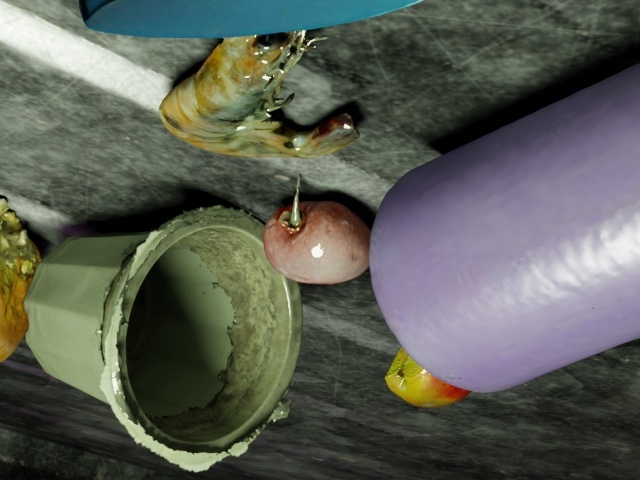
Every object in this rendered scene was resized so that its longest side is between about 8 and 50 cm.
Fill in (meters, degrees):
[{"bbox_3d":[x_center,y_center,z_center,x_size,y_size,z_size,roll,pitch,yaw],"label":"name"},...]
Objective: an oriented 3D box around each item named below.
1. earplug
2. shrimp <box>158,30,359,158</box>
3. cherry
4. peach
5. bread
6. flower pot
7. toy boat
[{"bbox_3d":[0.245,-0.033,0.864,0.215,0.215,0.456,21,152,-26],"label":"earplug"},{"bbox_3d":[-0.028,-0.119,0.964,0.169,0.058,0.296,11,163,-22],"label":"shrimp"},{"bbox_3d":[0.003,0.003,1.200,0.126,0.087,0.106,23,160,-22],"label":"cherry"},{"bbox_3d":[0.154,0.149,1.451,0.118,0.151,0.151,27,156,-8],"label":"peach"},{"bbox_3d":[-0.424,0.054,1.405,0.133,0.179,0.250,17,150,6],"label":"bread"},{"bbox_3d":[-0.196,0.091,1.317,0.259,0.290,0.290,9,163,43],"label":"flower pot"},{"bbox_3d":[-0.054,-0.185,0.788,0.299,0.062,0.096,-2,156,29],"label":"toy boat"}]
